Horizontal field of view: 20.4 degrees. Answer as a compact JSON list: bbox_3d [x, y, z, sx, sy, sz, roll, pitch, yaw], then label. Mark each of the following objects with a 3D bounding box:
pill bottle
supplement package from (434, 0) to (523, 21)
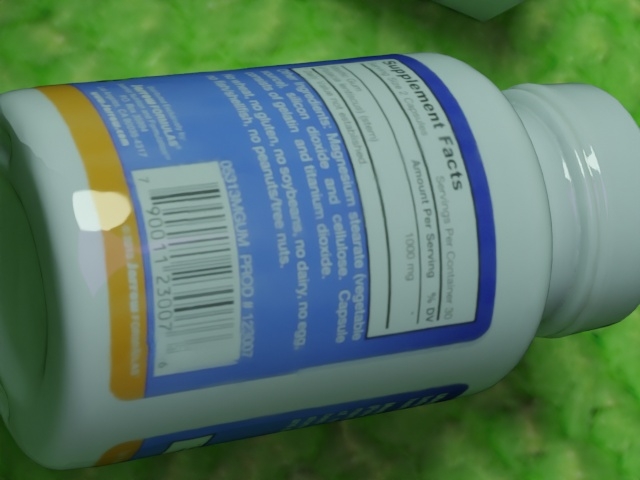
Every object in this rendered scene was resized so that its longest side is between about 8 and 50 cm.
[{"bbox_3d":[0.000,0.000,0.744,0.272,0.152,0.152,-8,85,-26],"label":"pill bottle"},{"bbox_3d":[0.077,-0.213,0.837,0.105,0.105,0.179,20,74,-21],"label":"supplement package"}]
